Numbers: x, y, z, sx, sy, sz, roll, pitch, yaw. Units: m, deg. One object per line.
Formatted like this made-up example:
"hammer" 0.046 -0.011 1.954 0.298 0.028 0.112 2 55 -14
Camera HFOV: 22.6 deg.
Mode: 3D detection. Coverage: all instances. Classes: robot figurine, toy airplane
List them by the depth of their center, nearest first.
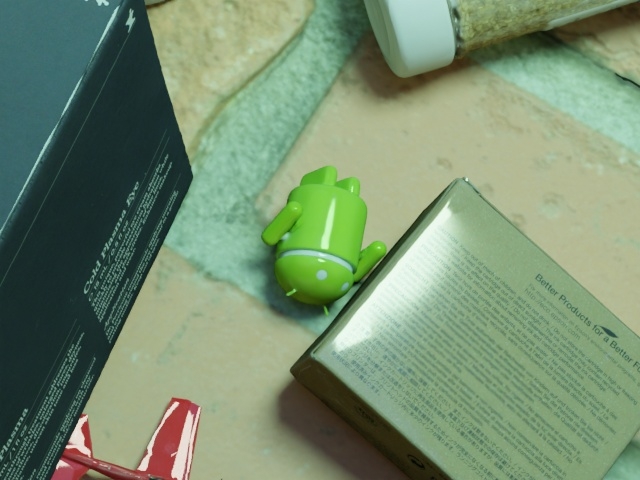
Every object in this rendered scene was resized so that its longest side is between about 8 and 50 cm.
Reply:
"toy airplane" -0.146 0.179 1.228 0.151 0.028 0.151 3 70 -8
"robot figurine" 0.000 0.000 1.289 0.101 0.067 0.115 26 64 -33

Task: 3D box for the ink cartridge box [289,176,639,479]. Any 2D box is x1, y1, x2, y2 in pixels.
"ink cartridge box" 0.127 0.102 1.248 0.234 0.088 0.193 42 70 -1

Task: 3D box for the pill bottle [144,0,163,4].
"pill bottle" -0.146 -0.305 1.268 0.146 0.264 0.146 3 71 -8

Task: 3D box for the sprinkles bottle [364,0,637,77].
"sprinkles bottle" 0.213 -0.245 1.349 0.355 0.121 0.121 -18 75 -5

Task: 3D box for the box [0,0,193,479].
"box" -0.249 0.003 1.112 0.179 0.312 0.343 20 69 10
